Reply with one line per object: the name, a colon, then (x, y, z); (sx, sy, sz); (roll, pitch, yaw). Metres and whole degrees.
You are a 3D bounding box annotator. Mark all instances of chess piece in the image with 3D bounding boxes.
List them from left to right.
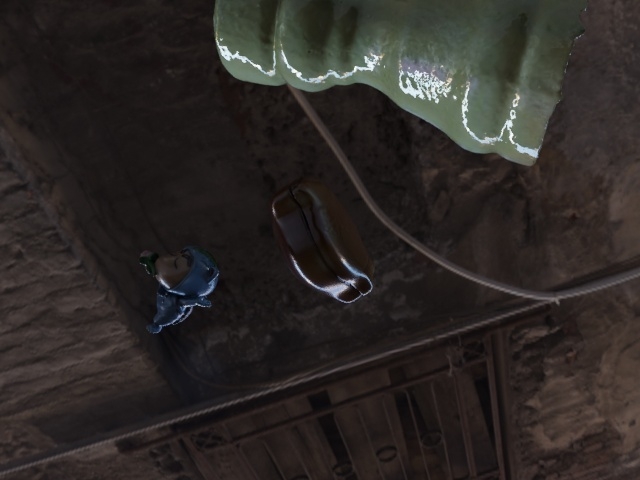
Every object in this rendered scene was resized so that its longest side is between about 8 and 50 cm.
chess piece: (0.091, -0.261, 0.747); (0.442, 0.234, 0.234); (18, -131, 17)

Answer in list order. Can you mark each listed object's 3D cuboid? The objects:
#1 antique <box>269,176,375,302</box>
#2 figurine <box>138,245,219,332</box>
antique: (0.000, 0.000, 1.187); (0.129, 0.278, 0.223); (-29, -156, 20)
figurine: (-0.276, 0.083, 1.071); (0.178, 0.144, 0.114); (-56, -158, 12)
